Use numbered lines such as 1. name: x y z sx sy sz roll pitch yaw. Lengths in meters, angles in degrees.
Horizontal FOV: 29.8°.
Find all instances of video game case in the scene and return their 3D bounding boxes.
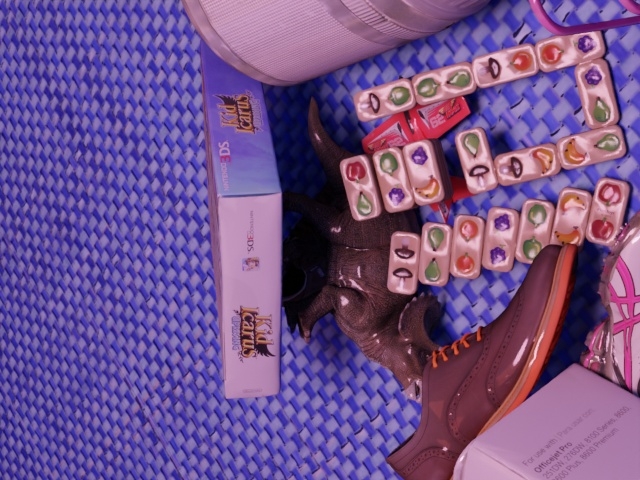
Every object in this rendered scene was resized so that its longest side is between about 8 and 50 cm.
1. video game case: -0.077 -0.027 1.175 0.270 0.061 0.244 -102 9 -50

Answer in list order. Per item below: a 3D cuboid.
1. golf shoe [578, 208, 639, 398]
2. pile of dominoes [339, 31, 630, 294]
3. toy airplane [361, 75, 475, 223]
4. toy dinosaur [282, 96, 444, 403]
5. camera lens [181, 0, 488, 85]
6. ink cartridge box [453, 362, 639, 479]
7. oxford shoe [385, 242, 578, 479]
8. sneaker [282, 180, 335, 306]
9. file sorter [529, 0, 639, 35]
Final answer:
1. golf shoe: 0.279 0.058 1.020 0.086 0.067 0.186 24 126 30
2. pile of dominoes: 0.145 -0.064 1.067 0.251 0.040 0.196 -14 92 23
3. toy airplane: 0.106 -0.090 1.166 0.151 0.028 0.151 20 117 44
4. toy dinosaur: 0.041 0.016 1.194 0.121 0.160 0.314 130 130 -76
5. camera lens: 0.018 -0.270 1.067 0.274 0.219 0.220 -14 91 44
6. ink cartridge box: 0.300 0.324 0.966 0.394 0.166 0.286 30 132 34
7. oxford shoe: 0.143 0.113 1.065 0.098 0.097 0.271 28 104 13
8. sneaker: 0.000 0.000 1.259 0.066 0.071 0.188 42 127 28
9. file sorter: 0.289 -0.269 0.827 0.290 0.202 0.182 -15 92 44
